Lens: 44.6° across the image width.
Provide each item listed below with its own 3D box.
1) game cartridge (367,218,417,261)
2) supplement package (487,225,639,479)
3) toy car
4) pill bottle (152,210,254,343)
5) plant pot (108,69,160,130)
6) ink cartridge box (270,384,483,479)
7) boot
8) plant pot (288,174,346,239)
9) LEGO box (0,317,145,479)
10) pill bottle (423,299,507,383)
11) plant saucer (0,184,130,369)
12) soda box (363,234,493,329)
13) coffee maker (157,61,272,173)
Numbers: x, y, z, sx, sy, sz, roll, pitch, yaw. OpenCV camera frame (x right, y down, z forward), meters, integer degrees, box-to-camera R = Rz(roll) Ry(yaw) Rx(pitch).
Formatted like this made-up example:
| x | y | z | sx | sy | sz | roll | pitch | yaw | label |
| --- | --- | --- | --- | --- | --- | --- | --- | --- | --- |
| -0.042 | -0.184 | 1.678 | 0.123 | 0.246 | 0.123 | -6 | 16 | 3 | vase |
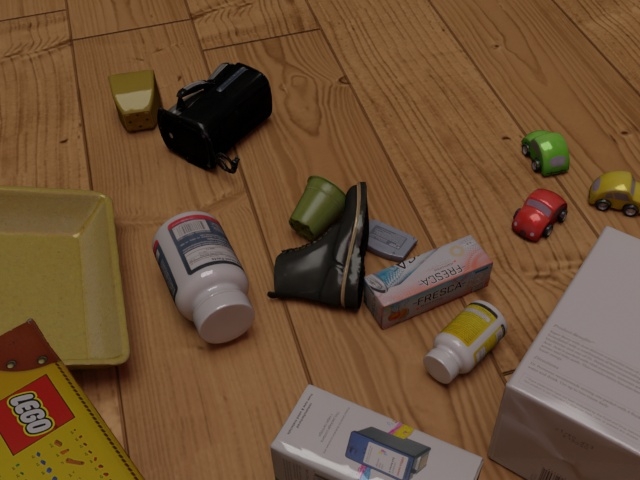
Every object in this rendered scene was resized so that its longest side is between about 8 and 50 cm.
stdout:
| x | y | z | sx | sy | sz | roll | pitch | yaw | label |
| --- | --- | --- | --- | --- | --- | --- | --- | --- | --- |
| 0.101 | 0.001 | 1.209 | 0.083 | 0.017 | 0.056 | 26 | 50 | 23 | game cartridge |
| 0.357 | 0.159 | 0.952 | 0.177 | 0.175 | 0.293 | 27 | 54 | 25 | supplement package |
| 0.395 | -0.113 | 1.275 | 0.239 | 0.053 | 0.225 | -12 | 49 | -9 | toy car |
| -0.163 | 0.054 | 1.108 | 0.108 | 0.108 | 0.180 | -19 | 51 | -15 | pill bottle |
| -0.330 | -0.245 | 1.402 | 0.081 | 0.081 | 0.083 | -9 | 59 | -7 | plant pot |
| 0.061 | 0.272 | 0.874 | 0.212 | 0.154 | 0.093 | 20 | 51 | 20 | ink cartridge box |
| 0.000 | 0.000 | 1.157 | 0.137 | 0.077 | 0.198 | 3 | 60 | 11 | boot |
| -0.007 | -0.045 | 1.219 | 0.083 | 0.083 | 0.079 | 26 | 66 | 23 | plant pot |
| -0.166 | 0.372 | 0.649 | 0.193 | 0.372 | 0.500 | -32 | 55 | -24 | LEGO box |
| 0.193 | 0.138 | 1.050 | 0.065 | 0.065 | 0.116 | 35 | 57 | 28 | pill bottle |
| -0.450 | 0.061 | 1.081 | 0.333 | 0.081 | 0.333 | 2 | 45 | -23 | plant saucer |
| 0.155 | 0.059 | 1.127 | 0.183 | 0.058 | 0.063 | -20 | 51 | -17 | soda box |
| -0.163 | -0.210 | 1.355 | 0.171 | 0.120 | 0.178 | 40 | 59 | 4 | coffee maker |
